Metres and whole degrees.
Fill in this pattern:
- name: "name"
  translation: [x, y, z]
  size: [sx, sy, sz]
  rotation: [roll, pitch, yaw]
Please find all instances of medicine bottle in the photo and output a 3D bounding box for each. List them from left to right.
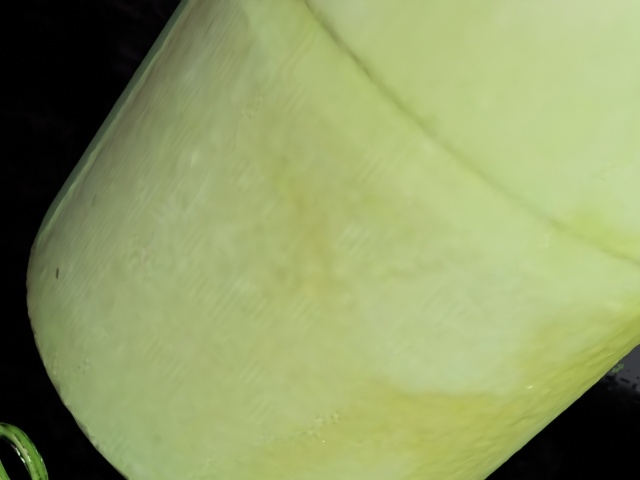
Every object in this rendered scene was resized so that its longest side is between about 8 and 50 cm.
- name: "medicine bottle"
  translation: [0.076, -0.076, 0.457]
  size: [0.236, 0.236, 0.406]
  rotation: [43, 121, 4]

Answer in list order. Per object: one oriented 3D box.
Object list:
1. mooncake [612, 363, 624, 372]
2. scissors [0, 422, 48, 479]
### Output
- name: "mooncake"
  translation: [0.177, 0.190, 0.645]
  size: [0.150, 0.057, 0.346]
  rotation: [-36, 97, 13]
- name: "scissors"
  translation: [-0.198, 0.223, 0.808]
  size: [0.133, 0.020, 0.187]
  rotation: [-39, 88, 29]
